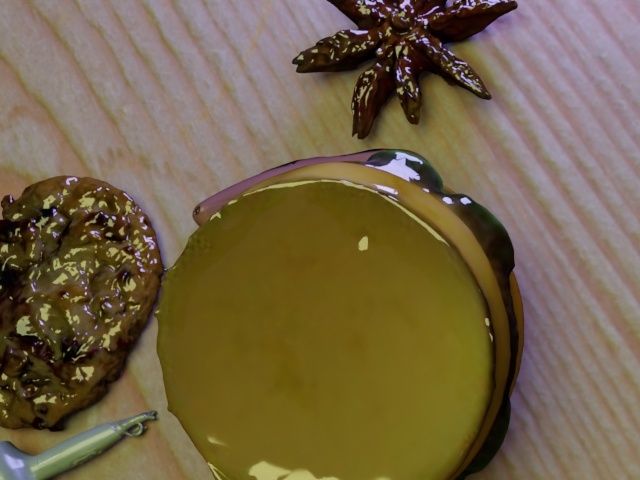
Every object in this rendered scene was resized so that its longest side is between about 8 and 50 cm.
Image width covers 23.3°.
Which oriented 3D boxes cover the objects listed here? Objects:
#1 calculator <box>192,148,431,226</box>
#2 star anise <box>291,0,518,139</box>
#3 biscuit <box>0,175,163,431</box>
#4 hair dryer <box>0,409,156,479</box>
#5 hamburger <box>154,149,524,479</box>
[{"bbox_3d":[0.000,0.000,1.850,0.329,0.048,0.220,-13,68,14],"label":"calculator"},{"bbox_3d":[0.099,-0.245,1.866,0.288,0.088,0.288,-5,74,20],"label":"star anise"},{"bbox_3d":[-0.352,0.072,1.949,0.289,0.081,0.334,16,79,24],"label":"biscuit"},{"bbox_3d":[-0.284,0.293,1.872,0.237,0.075,0.206,-36,71,-1],"label":"hair dryer"},{"bbox_3d":[0.027,0.089,1.656,0.395,0.277,0.396,1,95,12],"label":"hamburger"}]
